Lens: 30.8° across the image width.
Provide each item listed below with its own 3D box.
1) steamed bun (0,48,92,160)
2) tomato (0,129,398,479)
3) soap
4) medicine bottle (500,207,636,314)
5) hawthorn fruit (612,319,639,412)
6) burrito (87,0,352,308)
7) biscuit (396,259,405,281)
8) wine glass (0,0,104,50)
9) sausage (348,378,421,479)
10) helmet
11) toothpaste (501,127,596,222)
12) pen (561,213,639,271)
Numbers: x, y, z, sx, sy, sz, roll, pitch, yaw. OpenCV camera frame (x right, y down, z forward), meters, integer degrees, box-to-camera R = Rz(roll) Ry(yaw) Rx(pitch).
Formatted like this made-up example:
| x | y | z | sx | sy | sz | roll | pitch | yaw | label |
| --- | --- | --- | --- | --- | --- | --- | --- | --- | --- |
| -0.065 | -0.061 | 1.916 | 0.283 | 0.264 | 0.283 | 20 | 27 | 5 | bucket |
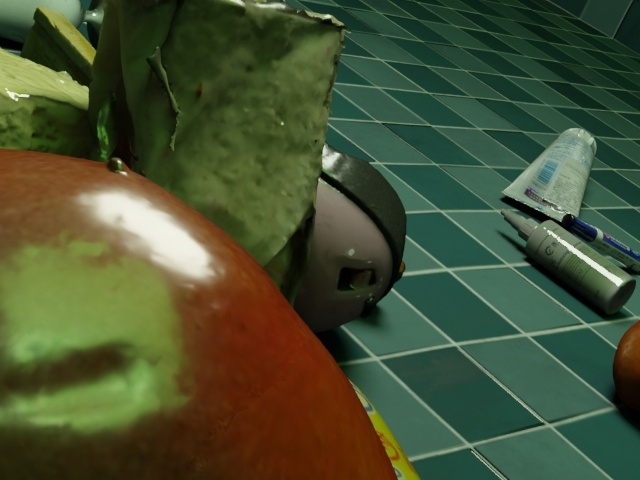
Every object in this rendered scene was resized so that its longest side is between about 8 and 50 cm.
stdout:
| x | y | z | sx | sy | sz | roll | pitch | yaw | label |
| --- | --- | --- | --- | --- | --- | --- | --- | --- | --- |
| -0.295 | -0.072 | 0.947 | 0.273 | 0.166 | 0.232 | 7 | 17 | -47 | steamed bun |
| -0.128 | 0.137 | 0.463 | 0.341 | 0.341 | 0.273 | 28 | 37 | 9 | tomato |
| -0.257 | -0.157 | 1.245 | 0.037 | 0.092 | 0.252 | 5 | 30 | -42 | soap |
| 0.300 | 0.015 | 1.453 | 0.057 | 0.058 | 0.199 | -4 | 37 | -48 | medicine bottle |
| 0.373 | 0.126 | 1.188 | 0.133 | 0.138 | 0.133 | 22 | 25 | -11 | hawthorn fruit |
| -0.104 | -0.029 | 0.890 | 0.190 | 0.332 | 0.135 | 10 | 0 | -43 | burrito |
| 0.000 | 0.000 | 1.146 | 0.175 | 0.124 | 0.026 | 29 | 61 | -2 | biscuit |
| -0.346 | -0.286 | 1.434 | 0.202 | 0.093 | 0.093 | 0 | 33 | -44 | wine glass |
| 0.015 | 0.188 | 0.730 | 0.123 | 0.123 | 0.347 | 10 | 28 | -30 | sausage |
| -0.052 | -0.009 | 1.027 | 0.253 | 0.198 | 0.154 | 22 | 50 | -1 | helmet |
| 0.357 | -0.094 | 1.742 | 0.114 | 0.073 | 0.299 | 29 | 31 | 10 | toothpaste |
| 0.373 | 0.003 | 1.520 | 0.204 | 0.025 | 0.025 | 24 | 16 | -46 | pen |
